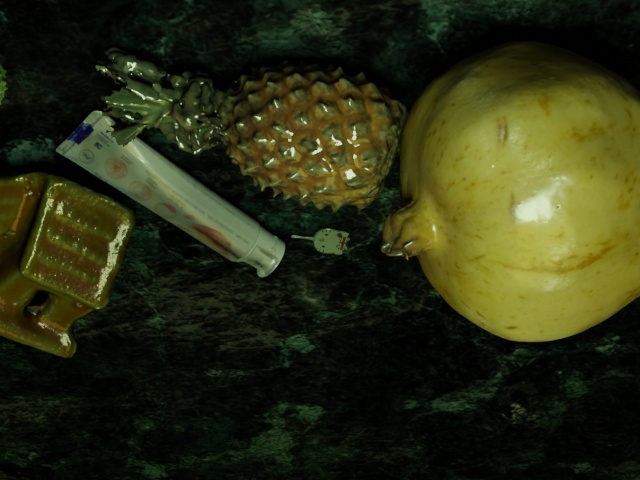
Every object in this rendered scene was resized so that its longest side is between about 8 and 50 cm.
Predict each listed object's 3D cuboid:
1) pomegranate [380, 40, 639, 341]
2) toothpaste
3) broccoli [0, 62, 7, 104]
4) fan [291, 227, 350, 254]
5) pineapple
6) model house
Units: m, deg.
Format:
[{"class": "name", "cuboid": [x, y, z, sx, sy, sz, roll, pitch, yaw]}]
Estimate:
[{"class": "pomegranate", "cuboid": [0.218, -0.056, 1.254, 0.342, 0.342, 0.342, 1, 139, 1]}, {"class": "toothpaste", "cuboid": [-0.187, -0.056, 1.490, 0.323, 0.066, 0.100, 34, 131, -26]}, {"class": "broccoli", "cuboid": [-0.513, -0.211, 1.228, 0.302, 0.186, 0.254, -7, 148, 1]}, {"class": "fan", "cuboid": [0.000, 0.000, 1.586, 0.083, 0.004, 0.056, 7, 140, -5]}, {"class": "pineapple", "cuboid": [-0.087, -0.147, 1.322, 0.361, 0.175, 0.175, 19, 139, 5]}, {"class": "model house", "cuboid": [-0.381, -0.004, 1.471, 0.268, 0.173, 0.239, 26, 135, -29]}]
